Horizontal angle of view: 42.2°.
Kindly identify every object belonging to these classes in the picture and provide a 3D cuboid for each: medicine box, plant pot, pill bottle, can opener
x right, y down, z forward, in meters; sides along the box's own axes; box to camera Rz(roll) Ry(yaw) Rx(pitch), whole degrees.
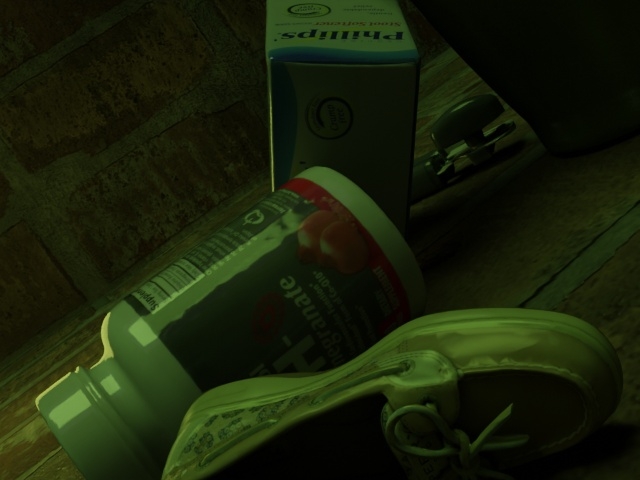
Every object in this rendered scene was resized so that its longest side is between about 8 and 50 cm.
[{"bbox_3d":[0.015,-0.134,0.943,0.149,0.263,0.289,-2,34,-3],"label":"medicine box"},{"bbox_3d":[0.275,-0.302,0.931,0.366,0.353,0.366,-32,11,7],"label":"plant pot"},{"bbox_3d":[-0.076,0.090,0.728,0.318,0.176,0.176,-37,12,-17],"label":"pill bottle"},{"bbox_3d":[0.146,-0.118,1.184,0.283,0.095,0.076,-26,13,34],"label":"can opener"}]

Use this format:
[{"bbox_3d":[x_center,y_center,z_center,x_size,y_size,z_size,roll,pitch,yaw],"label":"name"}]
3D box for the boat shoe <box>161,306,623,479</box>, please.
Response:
[{"bbox_3d":[0.031,0.119,0.477,0.285,0.104,0.089,-22,20,26],"label":"boat shoe"}]
